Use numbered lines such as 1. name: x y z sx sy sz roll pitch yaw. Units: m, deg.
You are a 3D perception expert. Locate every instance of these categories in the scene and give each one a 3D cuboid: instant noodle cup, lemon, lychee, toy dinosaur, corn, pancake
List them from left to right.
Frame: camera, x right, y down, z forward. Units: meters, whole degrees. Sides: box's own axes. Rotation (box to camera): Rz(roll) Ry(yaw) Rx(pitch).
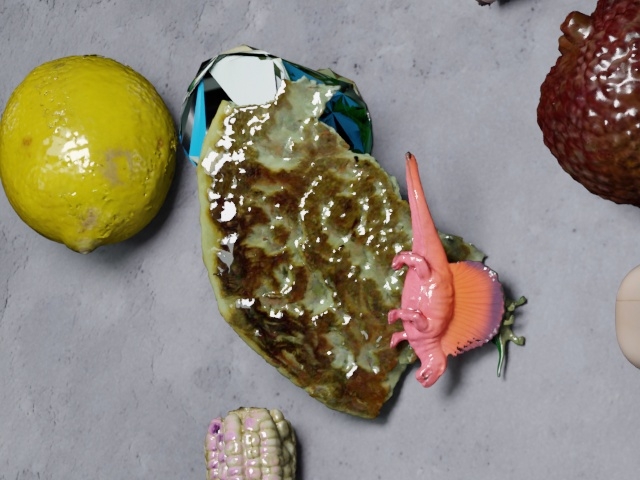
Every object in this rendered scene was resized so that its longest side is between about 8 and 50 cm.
1. lemon: -0.333 -0.122 1.994 0.258 0.258 0.310 -23 54 27
2. corn: -0.087 0.378 1.776 0.127 0.127 0.335 -12 71 30
3. instant noodle cup: -0.069 -0.149 1.878 0.240 0.178 0.240 -9 73 31
4. pancake: -0.004 0.004 1.753 0.305 0.067 0.426 -41 94 1
5. toy dinosaur: 0.159 0.039 1.686 0.139 0.070 0.286 5 93 9
6. toy dinosaur: 0.221 0.110 1.711 0.060 0.029 0.119 -4 78 47
7. lychee: 0.370 -0.165 1.553 0.261 0.261 0.260 -10 71 31

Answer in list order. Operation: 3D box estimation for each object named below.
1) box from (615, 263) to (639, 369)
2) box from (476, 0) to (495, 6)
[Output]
1. box: 0.424 0.085 1.535 0.200 0.088 0.145 -2 85 33
2. box: 0.236 -0.378 1.764 0.135 0.151 0.151 -26 63 33
